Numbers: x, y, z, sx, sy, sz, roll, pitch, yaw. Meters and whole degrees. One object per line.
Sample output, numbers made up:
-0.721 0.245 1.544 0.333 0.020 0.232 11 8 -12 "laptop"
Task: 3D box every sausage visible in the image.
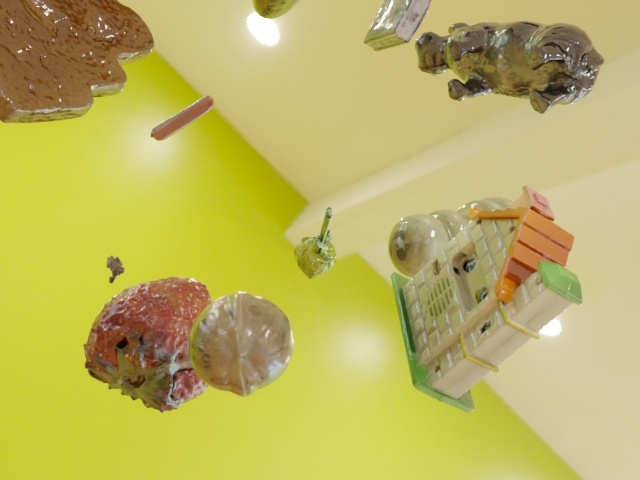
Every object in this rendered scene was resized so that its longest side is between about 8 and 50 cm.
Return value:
-0.276 -0.243 1.786 0.035 0.147 0.030 57 -6 -15 "sausage"

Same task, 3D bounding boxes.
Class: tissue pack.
0.156 -0.451 1.824 0.051 0.112 0.156 29 -6 -22 "tissue pack"

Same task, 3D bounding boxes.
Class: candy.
0.001 -0.002 1.590 0.262 0.077 0.073 107 -33 -68 "candy"

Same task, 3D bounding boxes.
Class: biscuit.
-0.312 -0.234 0.960 0.043 0.301 0.278 -31 -54 32 "biscuit"

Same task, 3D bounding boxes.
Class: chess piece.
0.275 0.005 1.873 0.182 0.330 0.182 7 -80 47 "chess piece"

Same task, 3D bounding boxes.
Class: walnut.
-0.106 0.136 1.189 0.140 0.140 0.162 40 -2 0 "walnut"

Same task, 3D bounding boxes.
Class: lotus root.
-0.060 -0.399 1.371 0.081 0.089 0.179 7 -13 -15 "lotus root"

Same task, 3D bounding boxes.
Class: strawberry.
-0.313 0.183 1.755 0.239 0.288 0.250 12 -44 13 "strawberry"

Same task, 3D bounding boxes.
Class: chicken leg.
-0.420 0.057 1.832 0.083 0.036 0.021 -114 -157 -48 "chicken leg"

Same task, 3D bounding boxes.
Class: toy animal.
0.242 -0.263 1.275 0.343 0.168 0.106 33 -45 57 "toy animal"

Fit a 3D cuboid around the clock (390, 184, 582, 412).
0.228 0.066 1.203 0.106 0.219 0.255 28 -57 -26 "clock"
